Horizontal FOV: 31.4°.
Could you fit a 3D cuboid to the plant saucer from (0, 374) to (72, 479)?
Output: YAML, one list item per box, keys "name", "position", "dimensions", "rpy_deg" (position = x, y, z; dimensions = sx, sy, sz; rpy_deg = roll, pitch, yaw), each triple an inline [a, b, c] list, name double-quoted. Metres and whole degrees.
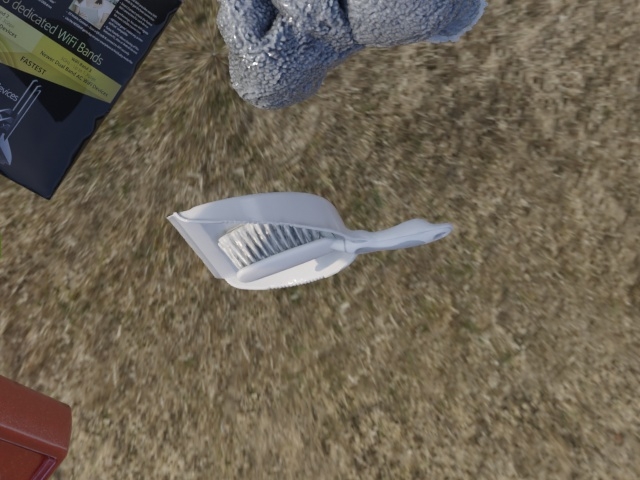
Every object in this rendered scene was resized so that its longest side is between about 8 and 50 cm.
- name: "plant saucer"
  position: [-0.338, 0.229, 0.964]
  dimensions: [0.047, 0.259, 0.258]
  rpy_deg: [35, 83, 26]

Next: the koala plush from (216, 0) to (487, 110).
- name: "koala plush"
  position: [0.030, -0.221, 1.016]
  dimensions: [0.221, 0.196, 0.203]
  rpy_deg: [-3, 79, 17]

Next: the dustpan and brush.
- name: "dustpan and brush"
  position: [0.000, 0.000, 0.925]
  dimensions: [0.211, 0.147, 0.060]
  rpy_deg: [-18, 64, 5]

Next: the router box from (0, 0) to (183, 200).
- name: "router box"
  position: [-0.318, -0.214, 1.058]
  dimensions: [0.309, 0.081, 0.243]
  rpy_deg: [33, 93, -39]
